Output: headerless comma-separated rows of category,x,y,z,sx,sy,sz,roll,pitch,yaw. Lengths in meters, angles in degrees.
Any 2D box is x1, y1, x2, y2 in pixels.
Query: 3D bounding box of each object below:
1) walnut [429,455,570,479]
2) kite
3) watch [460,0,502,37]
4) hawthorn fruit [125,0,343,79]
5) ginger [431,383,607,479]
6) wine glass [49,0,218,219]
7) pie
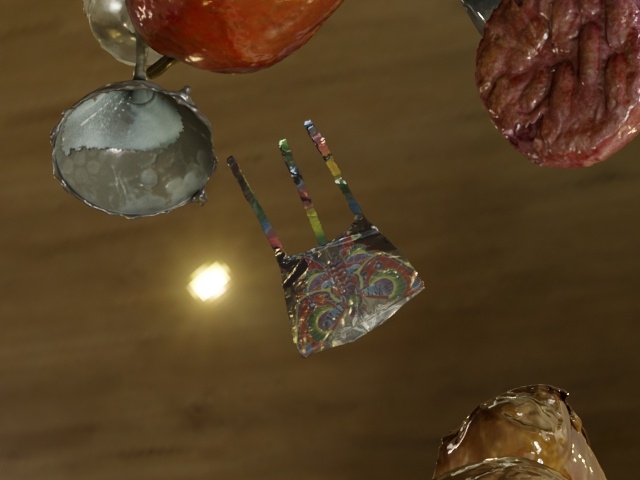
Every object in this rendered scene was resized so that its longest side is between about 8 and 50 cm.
walnut,0.127,0.255,1.317,0.228,0.228,0.228,-27,-148,18
kite,0.000,0.000,1.998,0.152,0.285,0.015,-31,-142,-4
watch,0.157,-0.229,1.666,0.068,0.193,0.206,-24,-174,22
hawthorn fruit,-0.082,-0.251,1.768,0.261,0.224,0.224,-59,-161,30
ginger,0.173,0.290,1.795,0.254,0.418,0.176,-11,-128,15
wine glass,-0.166,-0.147,1.814,0.156,0.156,0.232,-26,-145,19
pie,0.179,-0.124,1.427,0.154,0.036,0.154,-4,-96,36
